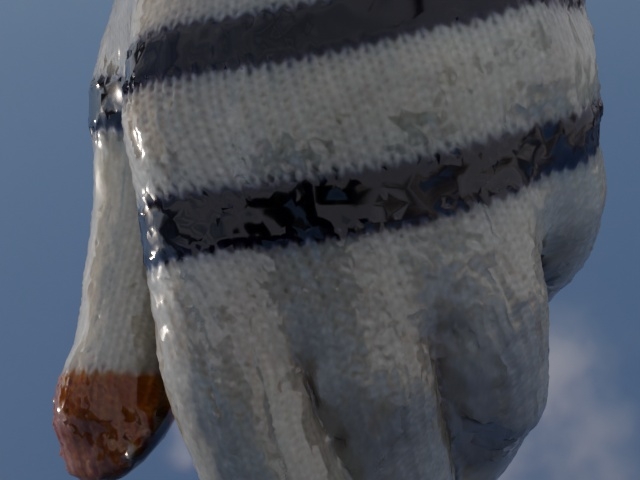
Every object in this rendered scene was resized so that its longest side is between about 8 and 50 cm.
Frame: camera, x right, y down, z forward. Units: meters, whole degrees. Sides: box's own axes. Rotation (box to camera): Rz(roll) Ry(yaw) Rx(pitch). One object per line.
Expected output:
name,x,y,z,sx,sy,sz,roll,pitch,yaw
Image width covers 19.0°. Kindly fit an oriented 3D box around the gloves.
gloves,0.007,-0.004,0.487,0.140,0.219,0.131,2,162,-14
